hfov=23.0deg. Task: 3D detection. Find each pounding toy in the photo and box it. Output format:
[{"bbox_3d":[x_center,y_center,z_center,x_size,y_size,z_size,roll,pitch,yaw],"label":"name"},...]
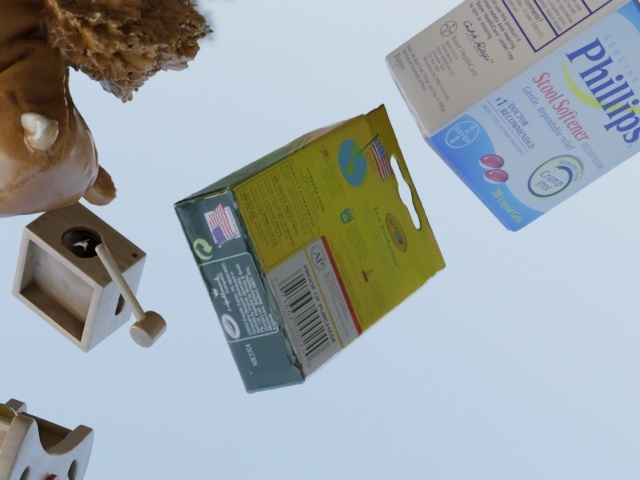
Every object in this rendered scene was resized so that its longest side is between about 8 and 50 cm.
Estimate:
[{"bbox_3d":[-0.251,0.043,1.870,0.206,0.181,0.094,36,-133,15],"label":"pounding toy"},{"bbox_3d":[-0.216,0.203,1.233,0.155,0.269,0.154,19,-116,9],"label":"pounding toy"}]

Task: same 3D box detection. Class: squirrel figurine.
[{"bbox_3d":[-0.331,-0.219,1.826,0.397,0.281,0.370,-31,-122,-4],"label":"squirrel figurine"}]

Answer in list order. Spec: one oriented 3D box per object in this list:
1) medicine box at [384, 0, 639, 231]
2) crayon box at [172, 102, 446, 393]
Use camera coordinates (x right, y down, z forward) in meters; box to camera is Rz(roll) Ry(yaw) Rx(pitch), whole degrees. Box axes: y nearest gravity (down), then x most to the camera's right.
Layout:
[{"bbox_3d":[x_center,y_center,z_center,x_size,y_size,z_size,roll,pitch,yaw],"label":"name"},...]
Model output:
[{"bbox_3d":[0.273,-0.190,1.919,0.263,0.289,0.149,42,-161,-49],"label":"medicine box"},{"bbox_3d":[0.000,0.000,1.602,0.081,0.202,0.318,-15,-170,35],"label":"crayon box"}]
